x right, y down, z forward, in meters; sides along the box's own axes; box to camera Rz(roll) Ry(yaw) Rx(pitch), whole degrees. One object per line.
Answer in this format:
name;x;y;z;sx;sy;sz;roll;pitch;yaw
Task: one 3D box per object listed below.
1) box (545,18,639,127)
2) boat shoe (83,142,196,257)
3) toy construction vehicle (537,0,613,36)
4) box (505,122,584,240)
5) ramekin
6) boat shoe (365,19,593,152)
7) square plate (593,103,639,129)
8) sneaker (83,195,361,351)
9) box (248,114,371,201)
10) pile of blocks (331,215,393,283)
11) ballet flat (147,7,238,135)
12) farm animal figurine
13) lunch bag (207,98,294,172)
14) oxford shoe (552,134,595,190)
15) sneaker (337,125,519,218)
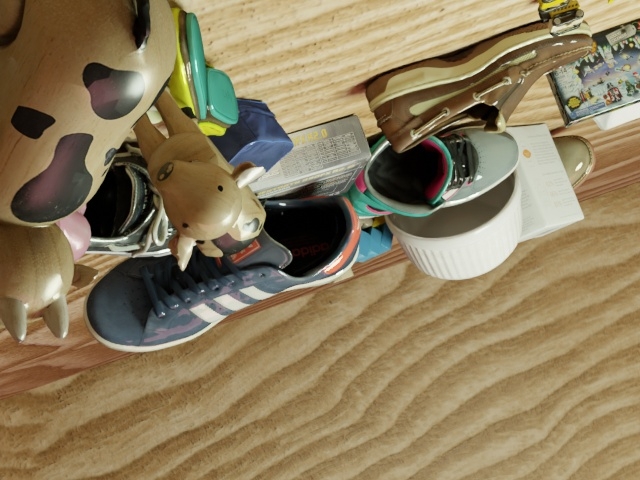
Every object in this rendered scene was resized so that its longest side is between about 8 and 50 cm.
box;0.342;-0.201;1.372;0.137;0.094;0.027;-19;173;-3
boat shoe;-0.188;-0.041;1.124;0.306;0.113;0.105;0;176;-42
toy construction vehicle;0.249;-0.240;1.114;0.098;0.035;0.086;-21;162;-4
box;0.325;-0.090;1.831;0.091;0.170;0.130;-27;169;39
ramekin;0.206;-0.036;1.723;0.207;0.207;0.109;-20;131;5
boat shoe;0.182;-0.161;1.250;0.257;0.095;0.095;-19;173;-3
square plate;0.554;-0.259;1.671;0.347;0.049;0.344;-22;172;17
sneaker;-0.113;0.023;1.354;0.350;0.131;0.148;-22;166;-15
box;-0.067;-0.073;1.405;0.231;0.056;0.183;-18;171;-10
pile of blocks;0.000;0.000;1.750;0.362;0.149;0.113;-14;170;-41
ballet flat;-0.117;-0.120;0.899;0.077;0.077;0.231;-6;175;3
farm animal figurine;-0.151;-0.041;0.652;0.330;0.172;0.326;-18;149;-32
lunch bag;-0.078;-0.103;1.136;0.067;0.065;0.098;-40;163;23
oxford shoe;0.299;-0.091;1.970;0.348;0.123;0.130;-23;166;20
sneaker;0.161;-0.103;1.557;0.296;0.123;0.178;-16;-179;-15
